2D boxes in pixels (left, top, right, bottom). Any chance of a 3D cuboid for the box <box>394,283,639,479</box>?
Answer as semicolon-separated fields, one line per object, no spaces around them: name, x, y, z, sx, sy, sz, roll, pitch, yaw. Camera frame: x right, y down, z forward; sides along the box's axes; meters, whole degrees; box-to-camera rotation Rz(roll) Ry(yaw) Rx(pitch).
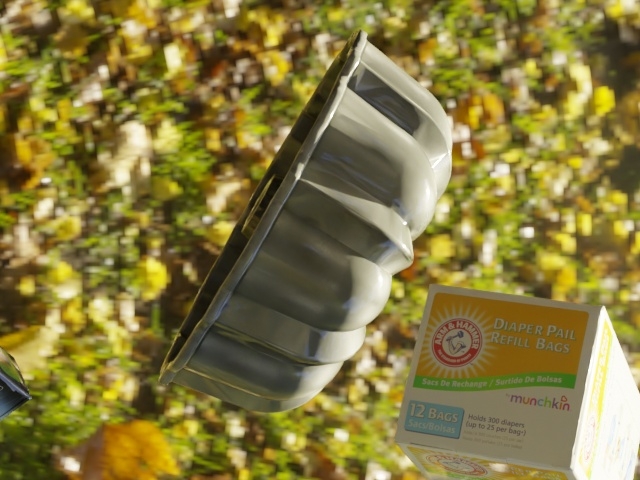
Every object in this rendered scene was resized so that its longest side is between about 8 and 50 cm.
box;0.131;0.115;1.067;0.203;0.114;0.103;54;47;-62

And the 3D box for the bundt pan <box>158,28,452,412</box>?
bundt pan;0.000;0.000;1.371;0.124;0.331;0.331;30;69;-6

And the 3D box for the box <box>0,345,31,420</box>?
box;-0.249;0.051;0.837;0.114;0.036;0.207;-36;137;2
